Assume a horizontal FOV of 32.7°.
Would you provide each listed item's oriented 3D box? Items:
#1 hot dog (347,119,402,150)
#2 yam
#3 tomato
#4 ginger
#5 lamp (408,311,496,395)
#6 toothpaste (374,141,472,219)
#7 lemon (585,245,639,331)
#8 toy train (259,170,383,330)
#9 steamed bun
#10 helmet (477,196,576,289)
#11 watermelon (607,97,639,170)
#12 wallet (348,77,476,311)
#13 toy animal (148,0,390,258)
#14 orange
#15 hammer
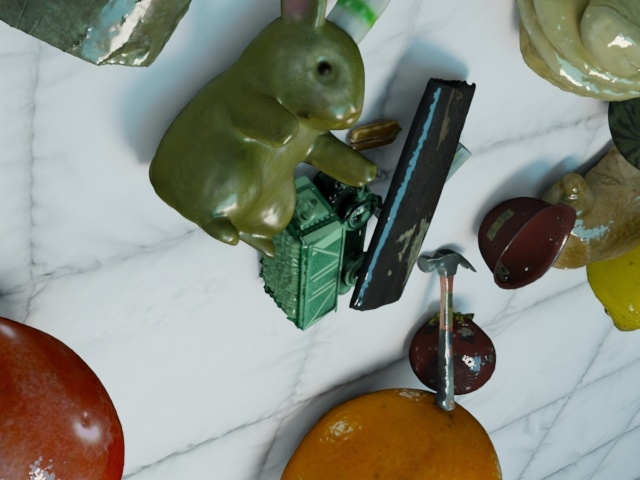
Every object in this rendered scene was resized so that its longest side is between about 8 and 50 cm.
[{"bbox_3d":[0.070,-0.140,1.432,0.083,0.021,0.037,-14,130,-35],"label":"hot dog"},{"bbox_3d":[-0.155,-0.265,0.897,0.161,0.161,0.268,10,121,-53],"label":"yam"},{"bbox_3d":[-0.385,0.235,1.154,0.325,0.290,0.293,-47,151,9],"label":"tomato"},{"bbox_3d":[0.475,-0.063,1.878,0.221,0.130,0.276,35,92,-38],"label":"ginger"},{"bbox_3d":[0.238,0.198,1.949,0.157,0.156,0.135,-49,-168,33],"label":"lamp"},{"bbox_3d":[0.149,-0.081,1.581,0.164,0.034,0.046,-48,149,13],"label":"toothpaste"},{"bbox_3d":[0.627,0.033,2.035,0.258,0.258,0.310,1,122,-48],"label":"lemon"},{"bbox_3d":[0.000,0.000,1.456,0.154,0.115,0.269,-27,152,-19],"label":"toy train"},{"bbox_3d":[0.412,-0.314,1.390,0.325,0.230,0.372,-44,147,1],"label":"steamed bun"},{"bbox_3d":[0.324,-0.017,1.784,0.155,0.106,0.175,18,117,-48],"label":"helmet"},{"bbox_3d":[0.558,-0.202,1.708,0.212,0.212,0.212,-28,147,-20],"label":"watermelon"},{"bbox_3d":[0.129,-0.059,1.448,0.170,0.044,0.321,-17,127,-66],"label":"wallet"},{"bbox_3d":[-0.025,-0.146,1.161,0.363,0.180,0.181,-47,155,13],"label":"toy animal"},{"bbox_3d":[0.119,0.455,1.960,0.424,0.326,0.424,-19,124,-30],"label":"orange"},{"bbox_3d":[0.210,0.152,1.828,0.111,0.033,0.288,-14,112,-36],"label":"hammer"}]
